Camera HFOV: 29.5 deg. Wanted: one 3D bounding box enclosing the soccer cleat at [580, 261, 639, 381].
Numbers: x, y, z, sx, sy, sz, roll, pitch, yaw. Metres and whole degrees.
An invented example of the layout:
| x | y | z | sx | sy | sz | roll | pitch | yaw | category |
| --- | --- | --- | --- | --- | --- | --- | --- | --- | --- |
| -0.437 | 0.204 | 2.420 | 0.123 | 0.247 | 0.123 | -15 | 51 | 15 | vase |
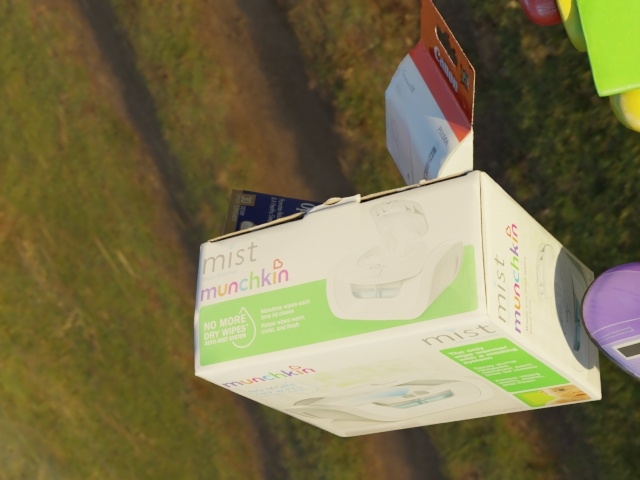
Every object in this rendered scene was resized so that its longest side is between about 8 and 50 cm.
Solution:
| x | y | z | sx | sy | sz | roll | pitch | yaw | category |
| --- | --- | --- | --- | --- | --- | --- | --- | --- | --- |
| 0.320 | 0.079 | 0.838 | 0.318 | 0.109 | 0.116 | 27 | 168 | 34 | soccer cleat |

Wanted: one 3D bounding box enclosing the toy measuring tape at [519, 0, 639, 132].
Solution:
| x | y | z | sx | sy | sz | roll | pitch | yaw | category |
| --- | --- | --- | --- | --- | --- | --- | --- | --- | --- |
| 0.139 | -0.216 | 0.623 | 0.121 | 0.121 | 0.330 | 6 | 117 | 55 | toy measuring tape |

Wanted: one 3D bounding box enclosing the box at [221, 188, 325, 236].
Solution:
| x | y | z | sx | sy | sz | roll | pitch | yaw | category |
| --- | --- | --- | --- | --- | --- | --- | --- | --- | --- |
| 0.000 | 0.000 | 1.405 | 0.225 | 0.136 | 0.037 | 10 | 118 | -4 | box |

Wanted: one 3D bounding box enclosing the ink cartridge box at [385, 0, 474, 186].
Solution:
| x | y | z | sx | sy | sz | roll | pitch | yaw | category |
| --- | --- | --- | --- | --- | --- | --- | --- | --- | --- |
| 0.125 | -0.148 | 1.426 | 0.189 | 0.066 | 0.232 | -112 | 8 | -45 | ink cartridge box |

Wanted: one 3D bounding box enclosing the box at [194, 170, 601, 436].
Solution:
| x | y | z | sx | sy | sz | roll | pitch | yaw | category |
| --- | --- | --- | --- | --- | --- | --- | --- | --- | --- |
| 0.067 | 0.062 | 1.011 | 0.261 | 0.127 | 0.231 | -13 | 153 | 29 | box |
